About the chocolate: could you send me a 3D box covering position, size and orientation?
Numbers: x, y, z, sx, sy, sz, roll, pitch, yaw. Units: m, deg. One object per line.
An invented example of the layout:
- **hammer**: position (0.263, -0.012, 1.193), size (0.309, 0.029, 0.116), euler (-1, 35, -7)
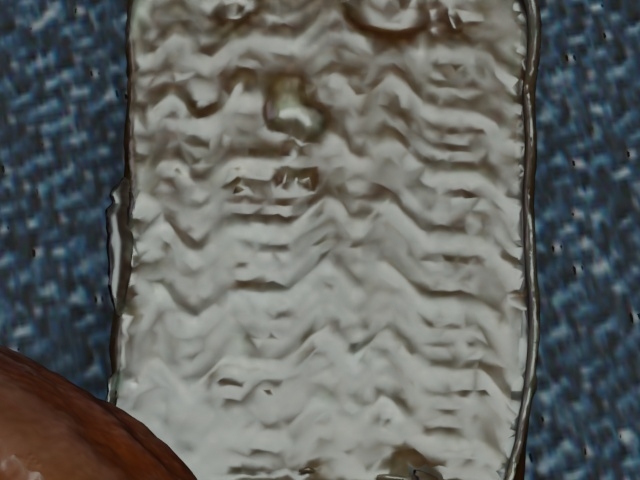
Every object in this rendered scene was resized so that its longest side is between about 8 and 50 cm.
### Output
- **chocolate**: position (0.000, 0.000, 0.647), size (0.148, 0.093, 0.214), euler (5, 72, -4)

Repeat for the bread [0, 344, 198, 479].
- **bread**: position (-0.096, 0.137, 0.534), size (0.244, 0.123, 0.190), euler (34, 100, 20)
